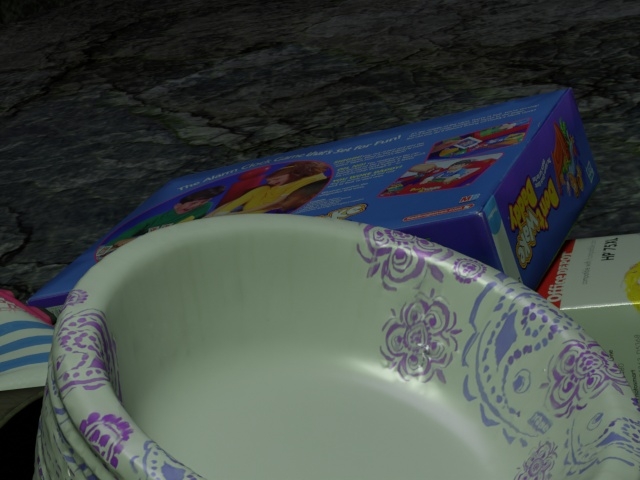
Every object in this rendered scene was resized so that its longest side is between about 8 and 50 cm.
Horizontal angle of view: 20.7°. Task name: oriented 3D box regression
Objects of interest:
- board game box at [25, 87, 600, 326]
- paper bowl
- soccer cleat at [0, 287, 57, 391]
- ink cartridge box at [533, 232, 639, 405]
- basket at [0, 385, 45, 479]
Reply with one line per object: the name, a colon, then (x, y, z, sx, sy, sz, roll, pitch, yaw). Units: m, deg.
board game box: (0.000, 0.000, 1.239, 0.347, 0.078, 0.233, -11, 19, 28)
paper bowl: (0.003, 0.117, 0.847, 0.284, 0.148, 0.284, 11, 29, -6)
soccer cleat: (-0.222, 0.104, 1.149, 0.331, 0.116, 0.143, 8, 25, 44)
ink cartridge box: (0.211, 0.050, 1.148, 0.231, 0.078, 0.134, -6, 18, 14)
basket: (-0.222, 0.157, 0.944, 0.227, 0.154, 0.204, -4, 10, 30)
